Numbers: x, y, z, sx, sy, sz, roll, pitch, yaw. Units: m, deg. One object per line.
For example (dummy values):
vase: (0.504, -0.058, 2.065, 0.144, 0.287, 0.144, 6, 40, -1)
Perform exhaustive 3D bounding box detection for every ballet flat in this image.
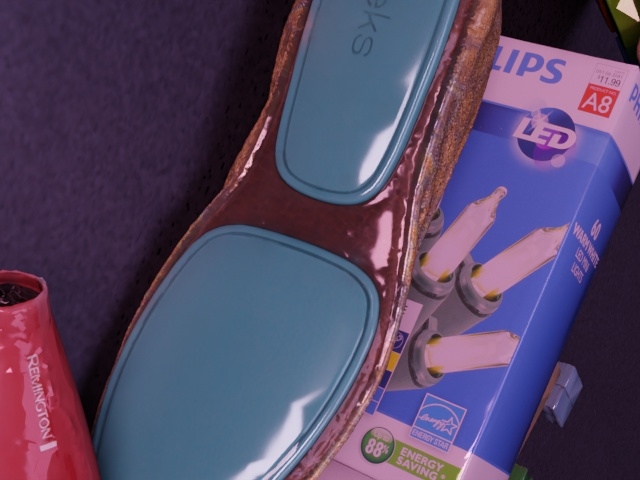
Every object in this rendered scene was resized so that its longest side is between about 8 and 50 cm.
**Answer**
ballet flat: (0.000, 0.000, 0.560, 0.123, 0.123, 0.348, 32, 80, -58)

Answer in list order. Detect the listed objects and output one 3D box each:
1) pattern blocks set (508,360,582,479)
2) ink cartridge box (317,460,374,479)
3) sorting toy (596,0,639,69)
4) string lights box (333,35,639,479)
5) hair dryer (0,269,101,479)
pattern blocks set: (0.137, 0.114, 0.902, 0.285, 0.026, 0.325, -53, 144, -26)
ink cartridge box: (0.032, 0.296, 0.755, 0.201, 0.117, 0.278, -54, 144, -24)
sorting toy: (0.176, -0.181, 0.703, 0.307, 0.041, 0.229, 43, 32, -56)
string lights box: (0.080, 0.015, 0.659, 0.077, 0.133, 0.259, 39, 73, -58)
hair dryer: (-0.163, 0.148, 0.412, 0.293, 0.080, 0.223, -64, 147, -11)
